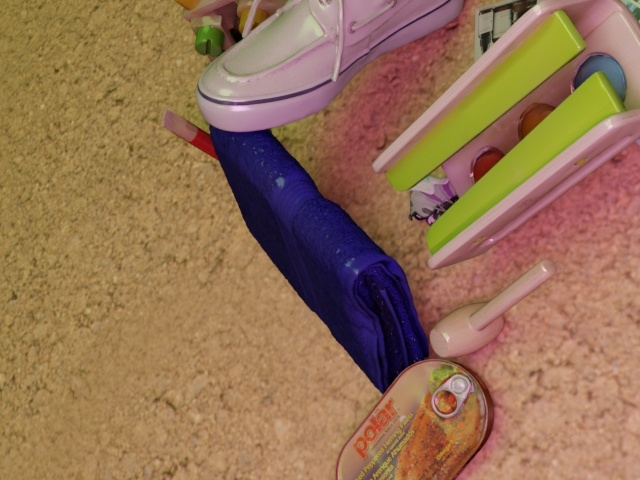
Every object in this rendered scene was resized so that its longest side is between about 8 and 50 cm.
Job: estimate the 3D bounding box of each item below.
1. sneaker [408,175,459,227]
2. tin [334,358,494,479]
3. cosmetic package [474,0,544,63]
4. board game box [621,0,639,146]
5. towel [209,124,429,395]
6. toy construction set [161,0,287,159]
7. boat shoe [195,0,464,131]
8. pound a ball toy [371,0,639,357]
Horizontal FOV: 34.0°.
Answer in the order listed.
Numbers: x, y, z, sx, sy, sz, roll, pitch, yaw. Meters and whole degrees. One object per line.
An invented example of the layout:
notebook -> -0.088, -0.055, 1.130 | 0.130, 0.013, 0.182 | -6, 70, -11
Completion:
sneaker -> 0.136, -0.037, 1.123 | 0.098, 0.038, 0.069 | -5, 70, 46
tin -> 0.092, 0.202, 1.038 | 0.106, 0.040, 0.190 | 42, 102, 19
cosmetic package -> 0.275, -0.214, 1.071 | 0.239, 0.060, 0.099 | -10, 68, 33
board game box -> 0.356, -0.170, 0.940 | 0.317, 0.046, 0.213 | 45, 112, 28
towel -> 0.000, 0.000, 1.104 | 0.076, 0.228, 0.308 | -32, 50, -12
toy construction set -> -0.107, -0.265, 1.266 | 0.257, 0.237, 0.309 | 20, 85, 40
boat shoe -> 0.016, -0.256, 1.103 | 0.367, 0.156, 0.136 | -32, 50, -24
pound a ball toy -> 0.193, -0.050, 0.973 | 0.208, 0.135, 0.319 | 61, 141, 14
